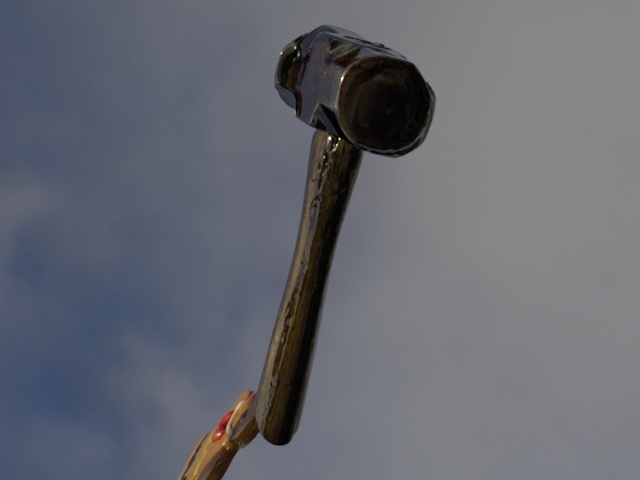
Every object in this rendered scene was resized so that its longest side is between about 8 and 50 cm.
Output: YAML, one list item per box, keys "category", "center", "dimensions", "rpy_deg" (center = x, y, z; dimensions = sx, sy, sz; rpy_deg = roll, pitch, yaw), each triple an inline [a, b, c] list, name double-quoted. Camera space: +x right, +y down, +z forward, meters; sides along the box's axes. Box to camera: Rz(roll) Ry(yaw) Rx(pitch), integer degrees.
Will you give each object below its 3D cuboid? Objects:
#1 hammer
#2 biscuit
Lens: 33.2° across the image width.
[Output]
- category: "hammer"
  center: [0.000, 0.000, 1.052]
  dimensions: [0.095, 0.242, 0.408]
  rpy_deg: [7, -78, -18]
- category: "biscuit"
  center: [-0.127, 0.256, 1.371]
  dimensions: [0.036, 0.165, 0.250]
  rpy_deg: [36, -48, -8]
